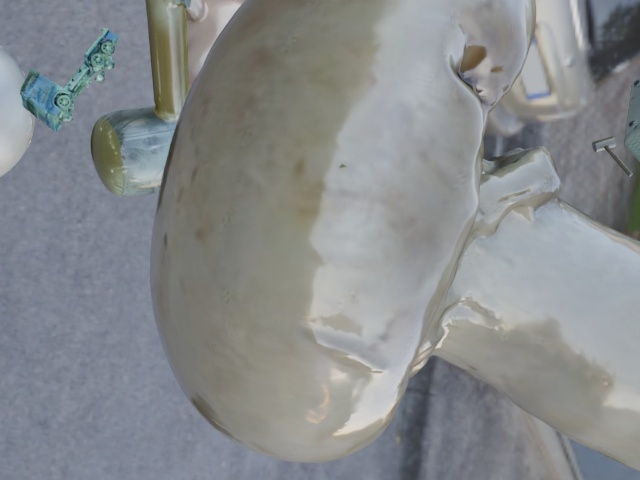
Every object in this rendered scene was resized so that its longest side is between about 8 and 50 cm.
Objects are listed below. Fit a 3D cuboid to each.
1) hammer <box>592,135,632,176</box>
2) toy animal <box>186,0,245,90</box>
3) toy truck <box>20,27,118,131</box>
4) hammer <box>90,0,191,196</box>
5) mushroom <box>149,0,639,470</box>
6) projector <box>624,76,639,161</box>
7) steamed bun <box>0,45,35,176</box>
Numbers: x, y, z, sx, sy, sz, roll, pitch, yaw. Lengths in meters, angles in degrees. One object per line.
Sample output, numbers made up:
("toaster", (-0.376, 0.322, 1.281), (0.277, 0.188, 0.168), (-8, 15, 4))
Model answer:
("hammer", (0.487, -0.137, 1.419), (0.110, 0.035, 0.019), (-107, 180, -54))
("toy animal", (-0.132, -0.252, 1.268), (0.247, 0.345, 0.278), (25, 73, -25))
("toy truck", (-0.377, -0.255, 1.298), (0.175, 0.081, 0.067), (-58, -175, -19))
("hammer", (-0.179, -0.197, 1.038), (0.202, 0.113, 0.305), (-15, 133, -27))
("mushroom", (0.071, -0.011, 0.454), (0.292, 0.290, 0.292), (18, 90, -81))
("projector", (0.664, -0.265, 1.525), (0.108, 0.250, 0.198), (40, 45, -14))
("steamed bun", (-0.690, -0.220, 1.538), (0.309, 0.309, 0.309), (3, 90, -67))
